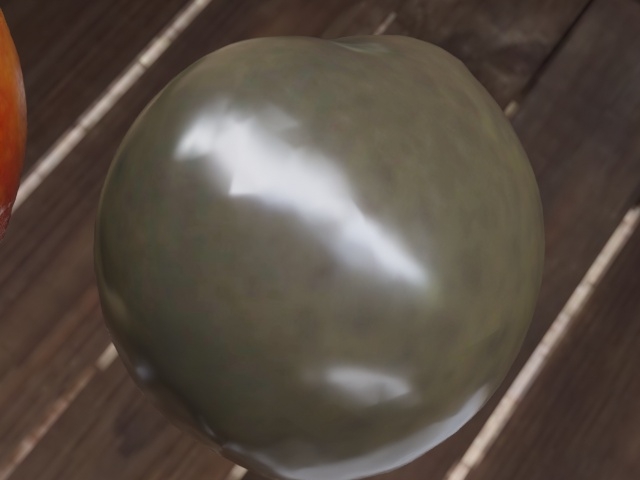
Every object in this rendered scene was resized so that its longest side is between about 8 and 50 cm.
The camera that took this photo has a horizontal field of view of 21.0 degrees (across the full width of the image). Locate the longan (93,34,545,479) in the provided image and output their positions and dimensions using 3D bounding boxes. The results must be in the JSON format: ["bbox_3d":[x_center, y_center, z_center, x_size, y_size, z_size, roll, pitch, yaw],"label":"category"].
[{"bbox_3d":[0.000,0.000,0.862,0.248,0.248,0.248,27,148,19],"label":"longan"}]

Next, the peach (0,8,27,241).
[{"bbox_3d":[-0.269,-0.064,0.896,0.238,0.281,0.281,-10,130,19],"label":"peach"}]
